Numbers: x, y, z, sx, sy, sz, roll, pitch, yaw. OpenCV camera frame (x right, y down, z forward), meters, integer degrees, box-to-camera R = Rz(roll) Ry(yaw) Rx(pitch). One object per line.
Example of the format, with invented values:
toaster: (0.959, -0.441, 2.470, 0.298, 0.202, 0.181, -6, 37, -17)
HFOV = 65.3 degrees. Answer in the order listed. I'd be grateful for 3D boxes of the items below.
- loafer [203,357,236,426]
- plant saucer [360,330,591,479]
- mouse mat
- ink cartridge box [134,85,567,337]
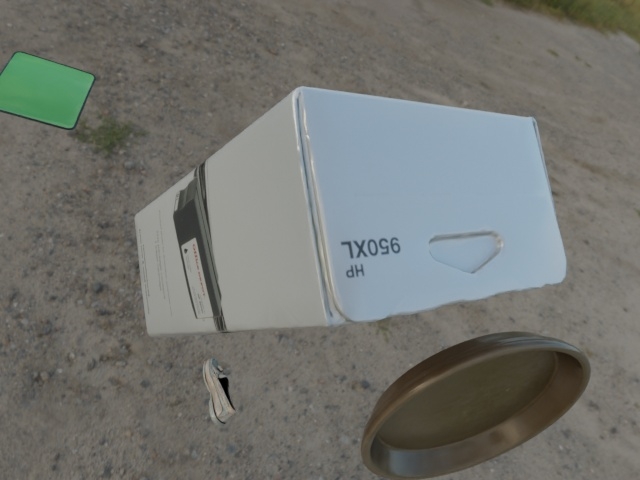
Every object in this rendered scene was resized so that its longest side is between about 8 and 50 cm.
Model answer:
loafer: (-0.163, 0.244, 0.826, 0.045, 0.039, 0.125, 47, 13, -42)
plant saucer: (0.175, 0.196, 0.582, 0.278, 0.277, 0.041, 7, 38, -24)
mouse mat: (-0.525, -0.286, 0.945, 0.153, 0.007, 0.189, 14, 45, -20)
ink cartridge box: (0.000, 0.000, 0.543, 0.286, 0.395, 0.166, -6, 84, -36)
